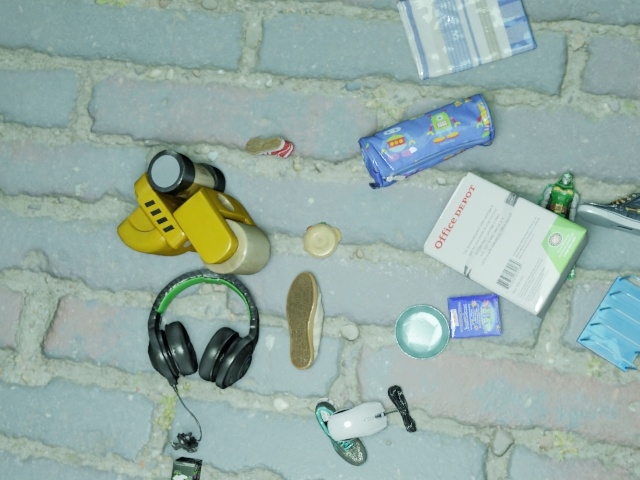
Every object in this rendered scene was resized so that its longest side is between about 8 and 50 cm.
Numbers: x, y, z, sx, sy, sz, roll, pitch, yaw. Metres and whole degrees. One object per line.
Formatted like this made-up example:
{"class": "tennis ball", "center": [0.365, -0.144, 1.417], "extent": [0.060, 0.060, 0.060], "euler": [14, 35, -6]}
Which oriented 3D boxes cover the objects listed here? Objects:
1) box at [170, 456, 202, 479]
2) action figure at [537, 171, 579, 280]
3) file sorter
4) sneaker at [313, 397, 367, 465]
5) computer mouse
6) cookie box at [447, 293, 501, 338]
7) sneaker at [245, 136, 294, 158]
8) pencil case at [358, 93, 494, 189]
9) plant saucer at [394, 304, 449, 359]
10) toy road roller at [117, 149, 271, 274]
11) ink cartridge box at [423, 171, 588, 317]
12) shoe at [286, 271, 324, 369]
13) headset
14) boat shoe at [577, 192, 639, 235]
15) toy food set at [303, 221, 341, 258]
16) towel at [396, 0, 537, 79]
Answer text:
{"class": "box", "center": [-0.297, 0.525, 1.549], "extent": [0.052, 0.062, 0.083], "euler": [7, 81, 7]}
{"class": "action figure", "center": [0.512, -0.041, 1.542], "extent": [0.137, 0.063, 0.232], "euler": [15, 80, 12]}
{"class": "file sorter", "center": [0.642, 0.171, 1.467], "extent": [0.118, 0.104, 0.170], "euler": [33, 86, 10]}
{"class": "sneaker", "center": [0.037, 0.417, 1.518], "extent": [0.065, 0.076, 0.166], "euler": [-40, 79, 1]}
{"class": "computer mouse", "center": [0.109, 0.379, 1.494], "extent": [0.193, 0.042, 0.106], "euler": [-11, 79, -24]}
{"class": "cookie box", "center": [0.335, 0.165, 1.538], "extent": [0.107, 0.040, 0.091], "euler": [-4, 81, 6]}
{"class": "sneaker", "center": [-0.117, -0.217, 1.660], "extent": [0.118, 0.067, 0.042], "euler": [1, 82, 38]}
{"class": "pencil case", "center": [0.237, -0.218, 1.569], "extent": [0.306, 0.119, 0.133], "euler": [-21, 55, 4]}
{"class": "plant saucer", "center": [0.224, 0.203, 1.556], "extent": [0.119, 0.021, 0.119], "euler": [-1, 80, 7]}
{"class": "toy road roller", "center": [-0.294, -0.022, 1.573], "extent": [0.240, 0.202, 0.329], "euler": [-42, 73, 12]}
{"class": "ink cartridge box", "center": [0.387, 0.009, 1.478], "extent": [0.273, 0.115, 0.198], "euler": [31, 94, 25]}
{"class": "shoe", "center": [-0.034, 0.181, 1.580], "extent": [0.077, 0.058, 0.219], "euler": [-4, 76, 27]}
{"class": "headset", "center": [-0.266, 0.265, 1.572], "extent": [0.244, 0.185, 0.394], "euler": [5, 67, 4]}
{"class": "boat shoe", "center": [0.647, -0.069, 1.522], "extent": [0.183, 0.065, 0.083], "euler": [16, 79, -5]}
{"class": "toy food set", "center": [0.000, 0.000, 1.616], "extent": [0.083, 0.020, 0.083], "euler": [24, 85, 10]}
{"class": "towel", "center": [0.338, -0.504, 1.647], "extent": [0.285, 0.034, 0.209], "euler": [-14, 80, 5]}
